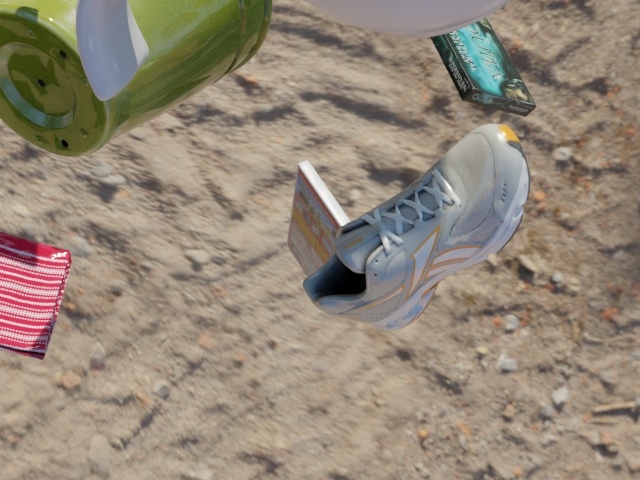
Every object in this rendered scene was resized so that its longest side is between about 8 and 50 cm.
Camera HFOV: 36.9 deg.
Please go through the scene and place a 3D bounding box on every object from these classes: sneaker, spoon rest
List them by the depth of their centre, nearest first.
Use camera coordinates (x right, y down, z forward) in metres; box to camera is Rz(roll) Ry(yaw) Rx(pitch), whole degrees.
[{"bbox_3d":[-0.010,-0.137,0.463,0.084,0.276,0.137,62,33,-33],"label":"spoon rest"},{"bbox_3d":[0.083,-0.005,0.889,0.121,0.099,0.262,6,134,-38],"label":"sneaker"}]

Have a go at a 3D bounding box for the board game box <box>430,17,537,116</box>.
[{"bbox_3d":[0.207,-0.252,1.293,0.126,0.186,0.026,6,141,-38],"label":"board game box"}]

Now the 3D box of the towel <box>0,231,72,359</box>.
[{"bbox_3d":[-0.589,0.093,1.820,0.199,0.274,0.031,17,130,-16],"label":"towel"}]

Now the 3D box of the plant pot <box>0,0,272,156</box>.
[{"bbox_3d":[-0.313,-0.314,1.405,0.366,0.367,0.353,53,45,-19],"label":"plant pot"}]

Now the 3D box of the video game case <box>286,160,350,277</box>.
[{"bbox_3d":[0.000,0.000,1.938,0.025,0.285,0.204,-23,62,-21],"label":"video game case"}]
